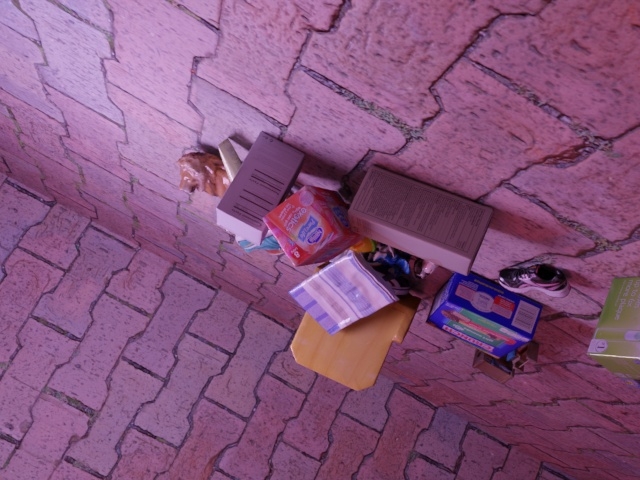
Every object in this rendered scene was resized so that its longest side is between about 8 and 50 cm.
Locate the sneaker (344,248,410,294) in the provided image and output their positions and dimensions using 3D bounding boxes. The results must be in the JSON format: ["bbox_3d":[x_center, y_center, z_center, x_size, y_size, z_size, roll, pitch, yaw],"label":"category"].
[{"bbox_3d":[0.188,0.097,2.125,0.126,0.127,0.321,18,-176,41],"label":"sneaker"}]

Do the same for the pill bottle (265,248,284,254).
[{"bbox_3d":[-0.176,-0.052,2.196,0.121,0.121,0.216,15,159,33],"label":"pill bottle"}]

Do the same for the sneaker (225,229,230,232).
[{"bbox_3d":[-0.286,-0.071,2.363,0.094,0.081,0.208,20,160,15],"label":"sneaker"}]

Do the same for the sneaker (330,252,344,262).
[{"bbox_3d":[0.000,0.000,2.116,0.235,0.090,0.095,40,177,37],"label":"sneaker"}]

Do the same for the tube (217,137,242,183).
[{"bbox_3d":[-0.222,-0.165,1.864,0.070,0.062,0.240,9,126,60],"label":"tube"}]

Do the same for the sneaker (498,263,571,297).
[{"bbox_3d":[0.539,0.087,1.703,0.178,0.072,0.077,4,140,33],"label":"sneaker"}]

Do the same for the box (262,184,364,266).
[{"bbox_3d":[-0.006,-0.034,1.725,0.154,0.142,0.300,56,-166,8],"label":"box"}]

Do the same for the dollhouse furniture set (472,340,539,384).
[{"bbox_3d":[0.629,0.371,2.279,0.129,0.129,0.184,30,137,-6],"label":"dollhouse furniture set"}]

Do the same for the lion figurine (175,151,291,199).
[{"bbox_3d":[-0.223,-0.166,1.986,0.392,0.142,0.240,2,143,24],"label":"lion figurine"}]

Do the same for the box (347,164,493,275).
[{"bbox_3d":[0.236,-0.048,1.608,0.311,0.148,0.121,23,162,15],"label":"box"}]

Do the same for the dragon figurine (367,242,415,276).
[{"bbox_3d":[0.224,0.043,1.928,0.144,0.085,0.289,18,168,-7],"label":"dragon figurine"}]

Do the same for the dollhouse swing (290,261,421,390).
[{"bbox_3d":[0.110,0.281,2.236,0.347,0.305,0.315,22,-170,11],"label":"dollhouse swing"}]

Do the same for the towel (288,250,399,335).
[{"bbox_3d":[0.066,0.163,2.007,0.285,0.034,0.209,-33,109,33],"label":"towel"}]

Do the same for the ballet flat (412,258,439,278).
[{"bbox_3d":[0.313,0.073,1.954,0.070,0.070,0.188,26,161,2],"label":"ballet flat"}]

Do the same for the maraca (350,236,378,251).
[{"bbox_3d":[0.093,-0.037,1.917,0.185,0.099,0.127,43,159,26],"label":"maraca"}]

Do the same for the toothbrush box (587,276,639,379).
[{"bbox_3d":[0.751,0.190,1.444,0.122,0.206,0.283,35,161,-22],"label":"toothbrush box"}]

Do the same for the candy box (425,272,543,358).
[{"bbox_3d":[0.484,0.229,2.045,0.268,0.122,0.317,25,163,6],"label":"candy box"}]

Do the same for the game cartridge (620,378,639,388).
[{"bbox_3d":[0.977,0.442,2.113,0.083,0.017,0.056,39,155,-32],"label":"game cartridge"}]

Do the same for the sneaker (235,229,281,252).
[{"bbox_3d":[-0.125,-0.029,2.082,0.275,0.107,0.110,-10,134,7],"label":"sneaker"}]

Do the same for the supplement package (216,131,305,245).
[{"bbox_3d":[-0.158,-0.132,1.759,0.134,0.244,0.139,27,162,1],"label":"supplement package"}]
